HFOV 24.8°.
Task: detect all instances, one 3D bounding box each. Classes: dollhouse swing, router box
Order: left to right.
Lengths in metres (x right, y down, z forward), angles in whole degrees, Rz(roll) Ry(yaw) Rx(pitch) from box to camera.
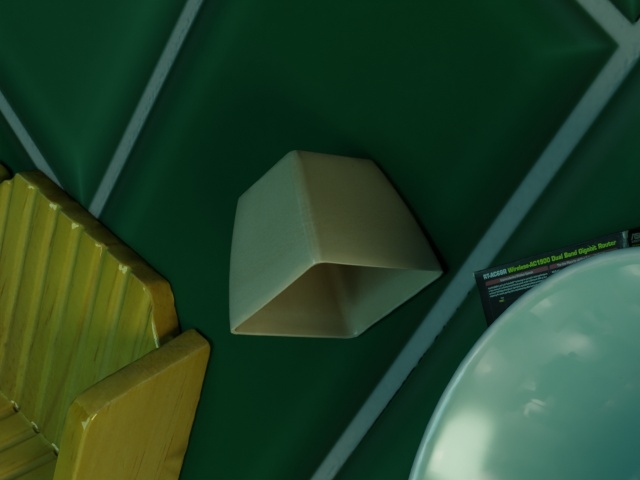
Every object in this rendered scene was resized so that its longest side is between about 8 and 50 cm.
[{"bbox_3d":[-0.339,0.139,1.233,0.347,0.305,0.315,38,123,38],"label":"dollhouse swing"},{"bbox_3d":[0.156,0.048,0.872,0.122,0.038,0.092,-18,84,47],"label":"router box"}]

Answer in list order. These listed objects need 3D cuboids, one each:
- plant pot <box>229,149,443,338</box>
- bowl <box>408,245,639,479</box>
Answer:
[{"bbox_3d":[0.000,0.000,0.992,0.109,0.109,0.096,-40,55,43],"label":"plant pot"},{"bbox_3d":[0.191,0.170,0.724,0.311,0.163,0.312,-29,53,47],"label":"bowl"}]
